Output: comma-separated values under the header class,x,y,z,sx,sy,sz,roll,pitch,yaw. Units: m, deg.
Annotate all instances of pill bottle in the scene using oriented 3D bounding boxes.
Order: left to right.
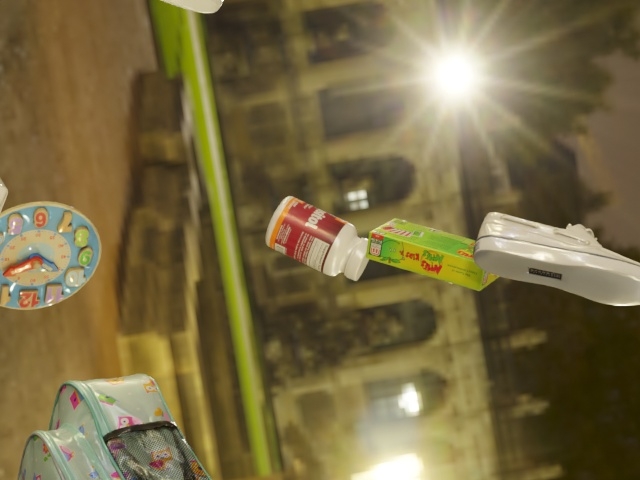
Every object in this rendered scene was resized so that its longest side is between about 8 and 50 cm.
class,x,y,z,sx,sy,sz,roll,pitch,yaw
pill bottle,0.000,0.000,2.441,0.086,0.152,0.086,-61,169,-20

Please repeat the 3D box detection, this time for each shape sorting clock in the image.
class,x,y,z,sx,sy,sz,roll,pitch,yaw
shape sorting clock,-0.438,0.027,2.470,0.206,0.206,0.040,82,-12,-45

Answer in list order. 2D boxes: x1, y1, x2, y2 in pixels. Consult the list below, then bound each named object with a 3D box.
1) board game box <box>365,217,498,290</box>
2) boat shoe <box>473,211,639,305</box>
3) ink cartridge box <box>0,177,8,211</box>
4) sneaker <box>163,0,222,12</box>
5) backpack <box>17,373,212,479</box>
class,x,y,z,sx,sy,sz,roll,pitch,yaw
board game box,0.168,0.019,2.347,0.092,0.181,0.043,-29,130,-60
boat shoe,0.339,0.017,2.177,0.095,0.258,0.084,102,4,-61
ink cartridge box,-0.456,-0.070,1.790,0.100,0.172,0.237,-65,-157,6
sneaker,-0.181,-0.302,1.360,0.147,0.296,0.104,-59,-140,23
backpack,-0.178,0.209,1.368,0.188,0.144,0.166,-114,-149,-41
